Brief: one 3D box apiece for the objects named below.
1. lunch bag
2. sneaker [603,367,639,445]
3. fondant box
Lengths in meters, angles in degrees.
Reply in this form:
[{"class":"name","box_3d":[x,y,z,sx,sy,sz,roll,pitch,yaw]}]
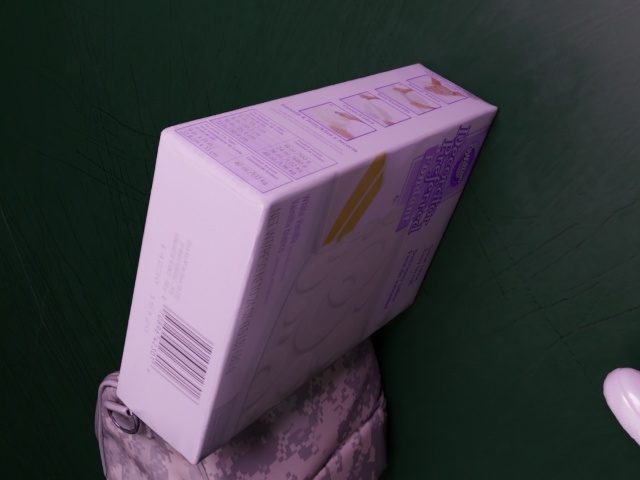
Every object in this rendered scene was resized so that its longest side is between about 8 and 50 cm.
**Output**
[{"class":"lunch bag","box_3d":[-0.074,0.182,0.777,0.212,0.305,0.256,14,121,34]},{"class":"sneaker","box_3d":[0.335,0.157,0.590,0.212,0.080,0.094,36,122,10]},{"class":"fondant box","box_3d":[0.000,0.000,0.617,0.096,0.330,0.238,33,125,22]}]
